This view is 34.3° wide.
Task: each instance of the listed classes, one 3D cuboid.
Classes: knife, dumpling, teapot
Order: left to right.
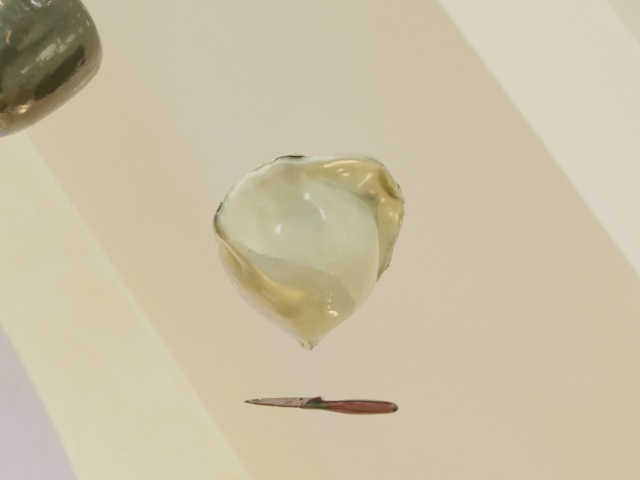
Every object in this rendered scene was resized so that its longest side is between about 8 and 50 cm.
[{"bbox_3d":[-0.450,-0.218,1.216,0.305,0.285,0.223,43,-27,-18],"label":"teapot"},{"bbox_3d":[-0.003,0.209,1.337,0.247,0.035,0.018,-3,-79,39],"label":"knife"},{"bbox_3d":[-0.002,-0.002,1.394,0.341,0.260,0.181,51,-7,-29],"label":"dumpling"}]
